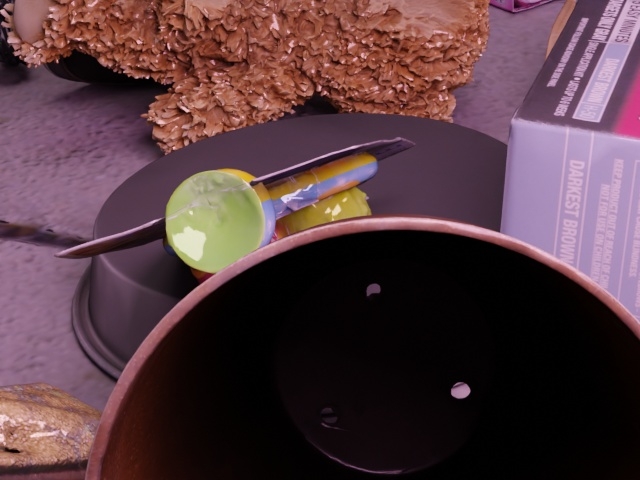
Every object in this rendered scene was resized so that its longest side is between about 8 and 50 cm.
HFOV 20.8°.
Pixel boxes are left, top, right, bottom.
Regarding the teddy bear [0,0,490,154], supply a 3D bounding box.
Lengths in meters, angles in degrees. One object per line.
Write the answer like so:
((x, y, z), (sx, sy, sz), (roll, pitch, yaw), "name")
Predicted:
((-0.050, -0.162, 1.205), (0.338, 0.113, 0.245), (-1, 58, 0), "teddy bear")

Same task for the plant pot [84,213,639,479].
((0.027, 0.078, 0.704), (0.215, 0.215, 0.230), (-6, 10, 1), "plant pot")

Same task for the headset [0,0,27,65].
((-0.088, -0.259, 1.367), (0.394, 0.243, 0.185), (-19, 46, 7), "headset")

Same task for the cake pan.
((0.000, 0.000, 0.998), (0.293, 0.054, 0.293), (-5, 26, 2), "cake pan")

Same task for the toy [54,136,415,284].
((-0.023, -0.003, 0.829), (0.137, 0.056, 0.237), (-20, -4, 9), "toy")

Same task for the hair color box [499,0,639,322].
((0.290, -0.020, 0.858), (0.375, 0.113, 0.185), (11, 31, 14), "hair color box")

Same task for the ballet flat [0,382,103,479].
((-0.189, 0.103, 0.654), (0.123, 0.123, 0.349), (17, 6, 38), "ballet flat")

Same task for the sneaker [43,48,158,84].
((-0.090, -0.155, 1.290), (0.222, 0.083, 0.118), (-17, 30, -19), "sneaker")

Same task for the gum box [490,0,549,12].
((0.198, -0.251, 1.436), (0.188, 0.062, 0.107), (-21, 31, -27), "gum box")

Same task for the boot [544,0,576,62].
((0.308, -0.152, 1.192), (0.270, 0.089, 0.236), (3, 28, 21), "boot")
